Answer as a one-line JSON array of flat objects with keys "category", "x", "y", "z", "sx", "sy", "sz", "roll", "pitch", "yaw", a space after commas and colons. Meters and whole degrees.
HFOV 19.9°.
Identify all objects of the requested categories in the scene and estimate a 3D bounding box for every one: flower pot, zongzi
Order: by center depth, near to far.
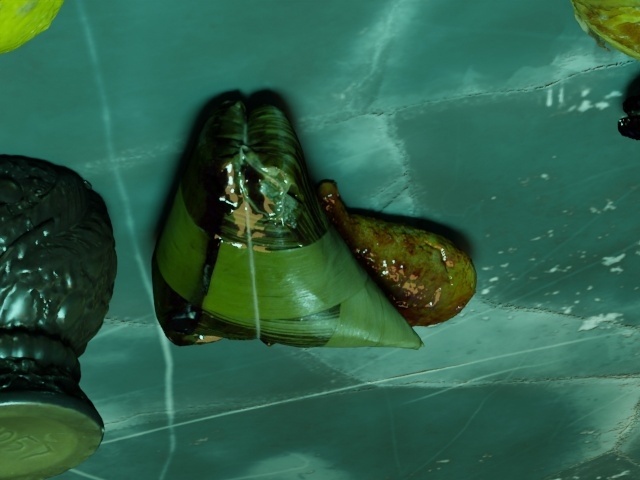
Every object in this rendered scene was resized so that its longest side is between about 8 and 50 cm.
[{"category": "flower pot", "x": -0.330, "y": 0.093, "z": 1.844, "sx": 0.267, "sy": 0.267, "sz": 0.266, "roll": -8, "pitch": 148, "yaw": -5}, {"category": "zongzi", "x": 0.000, "y": 0.000, "z": 1.878, "sx": 0.318, "sy": 0.154, "sz": 0.289, "roll": 11, "pitch": 143, "yaw": -12}]

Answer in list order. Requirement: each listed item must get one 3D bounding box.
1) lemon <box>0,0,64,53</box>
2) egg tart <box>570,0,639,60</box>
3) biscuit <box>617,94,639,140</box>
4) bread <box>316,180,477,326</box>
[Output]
[{"category": "lemon", "x": -0.298, "y": -0.248, "z": 1.323, "sx": 0.253, "sy": 0.253, "sz": 0.310, "roll": -26, "pitch": 154, "yaw": 22}, {"category": "egg tart", "x": 0.372, "y": -0.226, "z": 1.679, "sx": 0.297, "sy": 0.132, "sz": 0.297, "roll": 14, "pitch": 165, "yaw": 4}, {"category": "biscuit", "x": 0.401, "y": -0.122, "z": 1.870, "sx": 0.195, "sy": 0.053, "sz": 0.194, "roll": 5, "pitch": -179, "yaw": 0}, {"category": "bread", "x": 0.060, "y": 0.029, "z": 2.042, "sx": 0.269, "sy": 0.095, "sz": 0.139, "roll": 21, "pitch": 129, "yaw": -36}]
